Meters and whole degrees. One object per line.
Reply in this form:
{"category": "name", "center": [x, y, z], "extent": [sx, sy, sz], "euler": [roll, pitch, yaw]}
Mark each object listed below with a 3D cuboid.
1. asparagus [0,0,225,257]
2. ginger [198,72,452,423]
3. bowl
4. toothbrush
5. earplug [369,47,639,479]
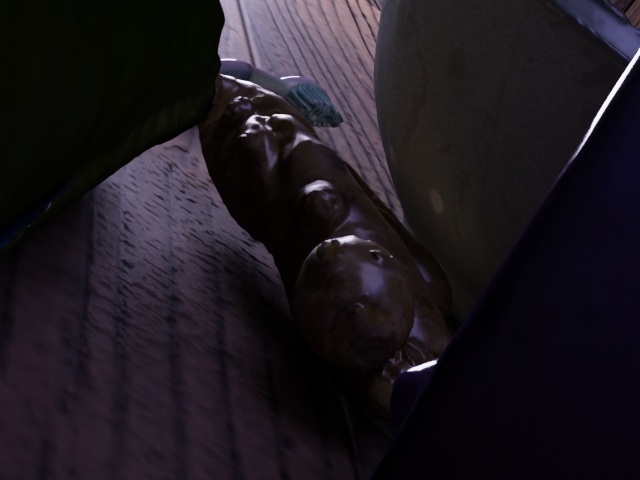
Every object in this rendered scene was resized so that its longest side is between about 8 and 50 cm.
{"category": "asparagus", "center": [-0.094, -0.058, 0.457], "extent": [0.128, 0.108, 0.382], "euler": [52, 10, -4]}
{"category": "ginger", "center": [0.000, 0.000, 0.631], "extent": [0.176, 0.052, 0.193], "euler": [48, 4, 24]}
{"category": "bowl", "center": [0.123, -0.018, 0.801], "extent": [0.313, 0.146, 0.313], "euler": [34, 15, -10]}
{"category": "toothbrush", "center": [-0.055, -0.079, 0.820], "extent": [0.027, 0.021, 0.269], "euler": [38, 13, 24]}
{"category": "earplug", "center": [0.239, 0.113, 0.394], "extent": [0.456, 0.215, 0.215], "euler": [32, 12, 8]}
